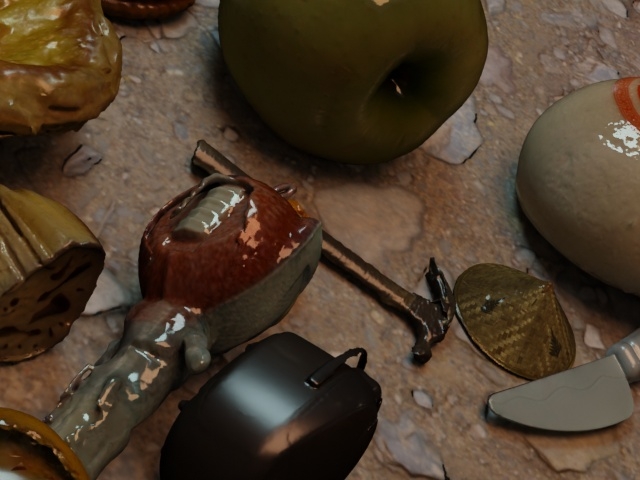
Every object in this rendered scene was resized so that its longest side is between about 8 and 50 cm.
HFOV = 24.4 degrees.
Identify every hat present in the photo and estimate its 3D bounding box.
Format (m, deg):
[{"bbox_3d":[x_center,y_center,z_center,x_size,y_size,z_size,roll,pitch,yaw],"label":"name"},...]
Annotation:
[{"bbox_3d":[0.209,0.061,1.461,0.146,0.067,0.146,20,43,-19],"label":"hat"}]

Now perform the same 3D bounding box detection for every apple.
[{"bbox_3d":[0.028,-0.217,1.482,0.279,0.279,0.279,20,43,-19],"label":"apple"}]

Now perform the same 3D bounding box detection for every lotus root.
[{"bbox_3d":[-0.246,0.028,1.158,0.159,0.095,0.135,-27,57,-4],"label":"lotus root"}]

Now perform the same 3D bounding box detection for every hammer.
[{"bbox_3d":[0.000,0.000,1.403,0.297,0.027,0.125,34,40,-3],"label":"hammer"}]

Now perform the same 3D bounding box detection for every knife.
[{"bbox_3d":[0.286,0.140,1.464,0.331,0.044,0.080,-18,72,-42],"label":"knife"}]

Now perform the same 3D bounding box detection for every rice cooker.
[{"bbox_3d":[-0.036,0.150,1.145,0.118,0.142,0.203,36,35,17],"label":"rice cooker"}]

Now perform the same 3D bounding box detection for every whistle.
[{"bbox_3d":[-0.110,0.056,1.180,0.142,0.134,0.346,17,46,25],"label":"whistle"}]

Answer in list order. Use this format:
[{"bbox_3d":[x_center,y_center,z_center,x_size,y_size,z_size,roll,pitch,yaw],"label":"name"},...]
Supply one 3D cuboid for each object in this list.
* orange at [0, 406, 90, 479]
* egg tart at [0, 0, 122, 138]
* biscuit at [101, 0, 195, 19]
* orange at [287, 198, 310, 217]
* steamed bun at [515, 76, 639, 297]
[{"bbox_3d":[-0.225,0.182,0.985,0.156,0.134,0.156,11,44,-10],"label":"orange"},{"bbox_3d":[-0.329,-0.182,1.252,0.341,0.129,0.341,23,34,-16],"label":"egg tart"},{"bbox_3d":[-0.217,-0.317,1.523,0.220,0.066,0.220,18,42,-17],"label":"biscuit"},{"bbox_3d":[-0.039,-0.001,1.332,0.083,0.070,0.083,53,10,-14],"label":"orange"},{"bbox_3d":[0.358,-0.069,1.581,0.283,0.177,0.283,19,33,-13],"label":"steamed bun"}]
